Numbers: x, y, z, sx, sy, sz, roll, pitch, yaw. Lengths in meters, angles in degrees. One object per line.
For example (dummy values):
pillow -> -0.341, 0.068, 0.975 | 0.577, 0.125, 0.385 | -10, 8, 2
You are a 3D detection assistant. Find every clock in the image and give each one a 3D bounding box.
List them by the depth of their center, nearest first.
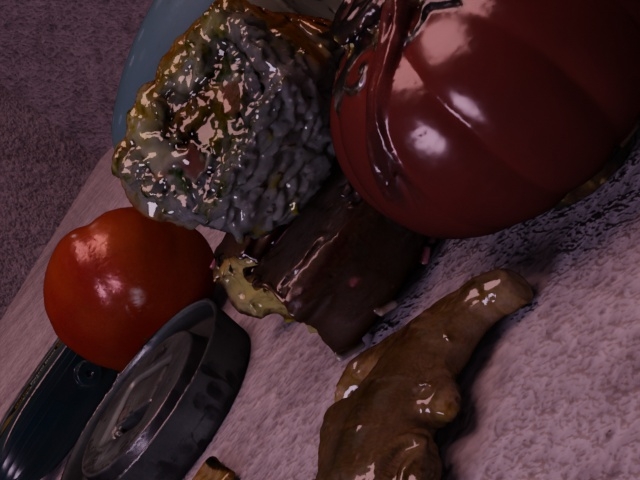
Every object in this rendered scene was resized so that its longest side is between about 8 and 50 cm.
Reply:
clock -> -0.211, 0.218, 1.422 | 0.319, 0.066, 0.319 | -45, 19, 20

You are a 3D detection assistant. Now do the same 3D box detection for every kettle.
kettle -> -0.125, -0.215, 1.348 | 0.342, 0.247, 0.319 | -46, 43, 29

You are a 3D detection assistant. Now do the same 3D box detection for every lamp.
lamp -> 0.141, -0.143, 0.950 | 0.303, 0.257, 0.303 | -47, 18, 21

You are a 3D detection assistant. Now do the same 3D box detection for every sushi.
sushi -> -0.076, -0.124, 1.091 | 0.184, 0.139, 0.274 | 43, 108, 30

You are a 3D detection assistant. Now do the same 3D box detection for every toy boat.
toy boat -> -0.437, 0.281, 1.776 | 0.122, 0.114, 0.296 | -7, 46, 57

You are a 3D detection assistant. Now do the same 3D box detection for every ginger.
ginger -> 0.044, 0.158, 0.886 | 0.166, 0.080, 0.333 | -9, 47, 48

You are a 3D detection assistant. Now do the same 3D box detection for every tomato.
tomato -> -0.274, 0.076, 1.614 | 0.260, 0.260, 0.180 | -46, 47, 16

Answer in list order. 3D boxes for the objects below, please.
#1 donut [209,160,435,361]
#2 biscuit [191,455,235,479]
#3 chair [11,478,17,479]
donut -> 0.016, -0.018, 1.223 | 0.259, 0.136, 0.345 | -53, 18, -11
biscuit -> -0.124, 0.269, 1.183 | 0.081, 0.018, 0.083 | -55, 17, -11
chair -> -0.368, 0.448, 1.219 | 0.319, 0.160, 0.186 | -53, 23, -7
